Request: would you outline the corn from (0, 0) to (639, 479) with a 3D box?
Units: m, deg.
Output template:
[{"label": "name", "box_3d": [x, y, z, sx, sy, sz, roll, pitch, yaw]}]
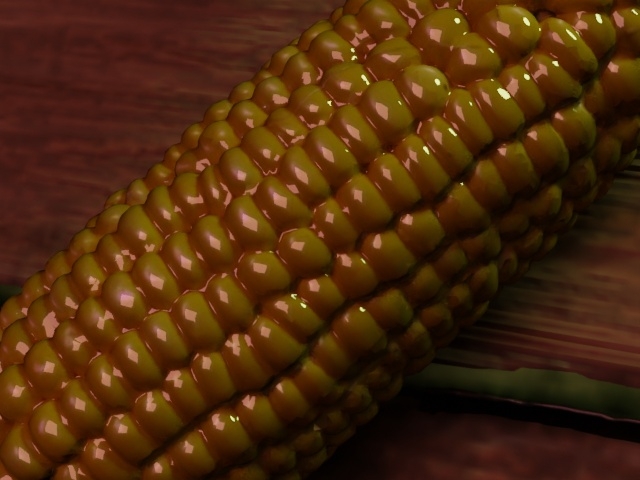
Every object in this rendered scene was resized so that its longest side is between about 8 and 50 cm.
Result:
[{"label": "corn", "box_3d": [0.000, 0.000, 0.405, 0.310, 0.101, 0.101, -42, 62, 4]}]
